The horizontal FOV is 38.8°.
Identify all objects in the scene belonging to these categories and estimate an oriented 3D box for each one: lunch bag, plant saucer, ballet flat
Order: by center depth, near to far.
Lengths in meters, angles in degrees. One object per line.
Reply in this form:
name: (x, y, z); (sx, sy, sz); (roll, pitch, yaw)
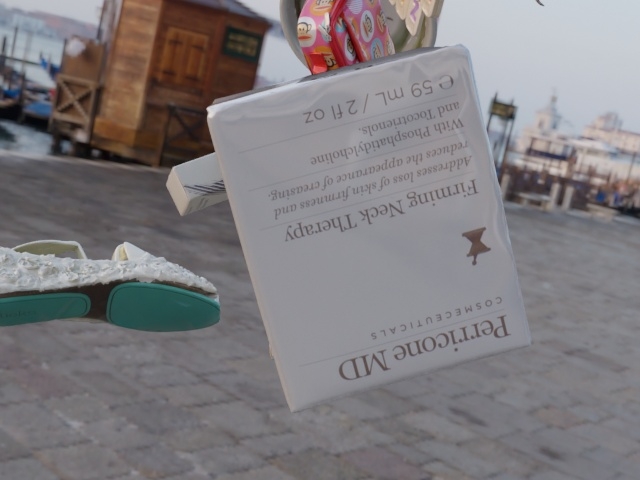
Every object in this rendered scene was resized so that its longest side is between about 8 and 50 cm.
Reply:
ballet flat: (-0.349, 0.058, 1.412); (0.409, 0.147, 0.147); (4, 12, -24)
lunch bag: (0.053, -0.386, 1.896); (0.120, 0.258, 0.293); (2, -39, 28)
plant saucer: (0.101, -0.562, 2.250); (0.400, 0.400, 0.100); (15, 43, 11)

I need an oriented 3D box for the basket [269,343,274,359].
basket: (0.023, 0.152, 2.023); (0.289, 0.255, 0.201); (1, 25, 9)

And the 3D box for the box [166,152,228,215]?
box: (-0.217, -0.158, 2.149); (0.275, 0.094, 0.113); (-23, -10, -23)

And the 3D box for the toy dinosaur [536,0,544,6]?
toy dinosaur: (0.347, -0.558, 1.568); (0.160, 0.313, 0.121); (30, -23, -25)

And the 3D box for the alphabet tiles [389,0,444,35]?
alphabet tiles: (0.169, -0.525, 1.624); (0.021, 0.278, 0.284); (-4, 44, -18)

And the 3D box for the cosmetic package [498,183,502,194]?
cosmetic package: (0.176, -0.082, 1.633); (0.155, 0.197, 0.365); (-15, -17, -14)

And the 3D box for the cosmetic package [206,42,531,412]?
cosmetic package: (0.054, -0.038, 1.249); (0.329, 0.393, 0.327); (-15, 12, -2)
